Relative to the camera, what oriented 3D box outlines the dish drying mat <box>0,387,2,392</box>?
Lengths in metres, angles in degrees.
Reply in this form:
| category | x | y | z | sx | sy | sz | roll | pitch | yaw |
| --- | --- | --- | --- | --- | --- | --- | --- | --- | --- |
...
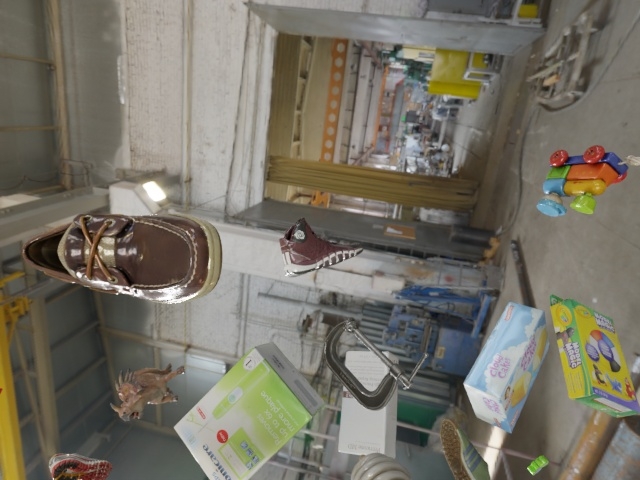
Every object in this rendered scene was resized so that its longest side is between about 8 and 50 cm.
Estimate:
| category | x | y | z | sx | sy | sz | roll | pitch | yaw |
| --- | --- | --- | --- | --- | --- | --- | --- | --- | --- |
| dish drying mat | -0.916 | 0.446 | 1.122 | 0.083 | 0.032 | 0.008 | -67 | 17 | -11 |

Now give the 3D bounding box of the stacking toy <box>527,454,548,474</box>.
| category | x | y | z | sx | sy | sz | roll | pitch | yaw |
| --- | --- | --- | --- | --- | --- | --- | --- | --- | --- |
| stacking toy | 0.514 | 0.630 | 0.919 | 0.167 | 0.052 | 0.221 | 47 | 118 | 53 |

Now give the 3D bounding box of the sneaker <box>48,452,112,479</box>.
| category | x | y | z | sx | sy | sz | roll | pitch | yaw |
| --- | --- | --- | --- | --- | --- | --- | --- | --- | --- |
| sneaker | -0.806 | 0.763 | 1.375 | 0.088 | 0.093 | 0.225 | -58 | -41 | -21 |

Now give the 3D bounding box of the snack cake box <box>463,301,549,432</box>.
| category | x | y | z | sx | sy | sz | roll | pitch | yaw |
| --- | --- | --- | --- | --- | --- | --- | --- | --- | --- |
| snack cake box | 0.459 | 0.300 | 0.986 | 0.264 | 0.089 | 0.152 | -47 | -52 | -27 |

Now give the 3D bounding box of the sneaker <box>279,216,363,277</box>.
| category | x | y | z | sx | sy | sz | roll | pitch | yaw |
| --- | --- | --- | --- | --- | --- | --- | --- | --- | --- |
| sneaker | 0.000 | 0.000 | 1.221 | 0.106 | 0.282 | 0.162 | -28 | 80 | 52 |

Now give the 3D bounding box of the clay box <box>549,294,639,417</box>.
| category | x | y | z | sx | sy | sz | roll | pitch | yaw |
| --- | --- | --- | --- | --- | --- | --- | --- | --- | --- |
| clay box | 0.527 | 0.211 | 0.792 | 0.053 | 0.128 | 0.221 | -46 | 25 | 49 |

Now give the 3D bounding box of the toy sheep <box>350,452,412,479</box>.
| category | x | y | z | sx | sy | sz | roll | pitch | yaw |
| --- | --- | --- | --- | --- | --- | --- | --- | --- | --- |
| toy sheep | 0.081 | 0.328 | 0.530 | 0.132 | 0.091 | 0.091 | -166 | 85 | -66 |

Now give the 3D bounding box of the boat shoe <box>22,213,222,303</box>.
| category | x | y | z | sx | sy | sz | roll | pitch | yaw |
| --- | --- | --- | --- | --- | --- | --- | --- | --- | --- |
| boat shoe | -0.279 | 0.020 | 0.538 | 0.123 | 0.342 | 0.123 | -1 | -85 | -57 |

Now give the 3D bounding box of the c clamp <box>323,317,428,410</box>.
| category | x | y | z | sx | sy | sz | roll | pitch | yaw |
| --- | --- | --- | --- | --- | --- | --- | --- | --- | --- |
| c clamp | 0.071 | 0.175 | 0.608 | 0.022 | 0.161 | 0.137 | 0 | -63 | -47 |

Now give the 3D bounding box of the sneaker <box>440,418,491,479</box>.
| category | x | y | z | sx | sy | sz | roll | pitch | yaw |
| --- | --- | --- | --- | --- | --- | --- | --- | --- | --- |
| sneaker | 0.364 | 0.540 | 0.998 | 0.064 | 0.086 | 0.192 | -54 | 32 | 34 |

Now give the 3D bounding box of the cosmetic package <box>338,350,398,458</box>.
| category | x | y | z | sx | sy | sz | roll | pitch | yaw |
| --- | --- | --- | --- | --- | --- | --- | --- | --- | --- |
| cosmetic package | 0.119 | 0.391 | 0.980 | 0.085 | 0.118 | 0.230 | 43 | -134 | -50 |

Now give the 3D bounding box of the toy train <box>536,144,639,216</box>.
| category | x | y | z | sx | sy | sz | roll | pitch | yaw |
| --- | --- | --- | --- | --- | --- | --- | --- | --- | --- |
| toy train | 0.600 | -0.121 | 0.882 | 0.143 | 0.105 | 0.248 | -61 | 19 | -4 |

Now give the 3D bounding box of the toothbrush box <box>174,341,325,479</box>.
| category | x | y | z | sx | sy | sz | roll | pitch | yaw |
| --- | --- | --- | --- | --- | --- | --- | --- | --- | --- |
| toothbrush box | -0.166 | 0.416 | 0.965 | 0.283 | 0.206 | 0.122 | -45 | -17 | 7 |

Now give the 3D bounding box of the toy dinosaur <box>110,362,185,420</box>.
| category | x | y | z | sx | sy | sz | roll | pitch | yaw |
| --- | --- | --- | --- | --- | --- | --- | --- | --- | --- |
| toy dinosaur | -0.545 | 0.444 | 1.246 | 0.296 | 0.201 | 0.126 | -13 | 74 | 55 |
